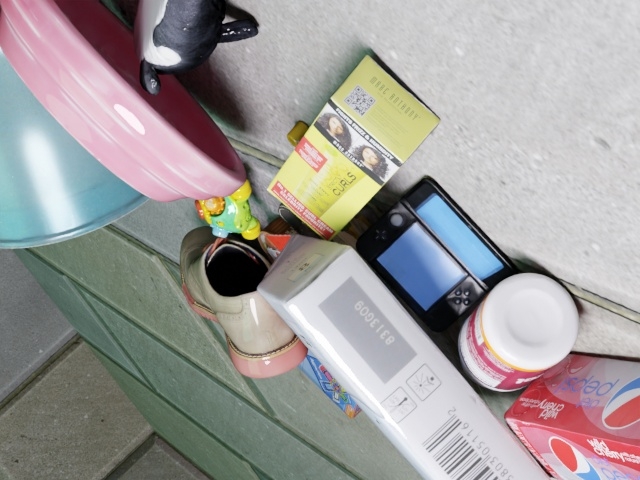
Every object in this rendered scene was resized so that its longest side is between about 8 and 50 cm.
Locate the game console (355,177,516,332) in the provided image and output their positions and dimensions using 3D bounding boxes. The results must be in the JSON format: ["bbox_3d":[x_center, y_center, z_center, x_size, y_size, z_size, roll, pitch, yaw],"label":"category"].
[{"bbox_3d":[0.105,0.016,1.253,0.122,0.107,0.071,47,-169,1],"label":"game console"}]

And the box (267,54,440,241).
[{"bbox_3d":[0.024,-0.076,1.211,0.087,0.058,0.232,42,158,-1],"label":"box"}]

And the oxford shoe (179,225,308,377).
[{"bbox_3d":[-0.108,0.039,1.719,0.348,0.123,0.130,43,152,57],"label":"oxford shoe"}]

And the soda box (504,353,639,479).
[{"bbox_3d":[0.266,0.160,1.145,0.083,0.092,0.263,49,163,-14],"label":"soda box"}]

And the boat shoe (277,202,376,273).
[{"bbox_3d":[0.000,0.000,1.495,0.152,0.049,0.056,34,159,37],"label":"boat shoe"}]

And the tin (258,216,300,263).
[{"bbox_3d":[-0.005,0.030,1.601,0.189,0.040,0.106,25,148,52],"label":"tin"}]

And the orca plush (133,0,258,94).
[{"bbox_3d":[-0.104,-0.222,1.247,0.287,0.102,0.151,129,143,-65],"label":"orca plush"}]

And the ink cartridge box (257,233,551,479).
[{"bbox_3d":[0.051,0.134,1.389,0.308,0.091,0.385,49,171,-11],"label":"ink cartridge box"}]

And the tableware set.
[{"bbox_3d":[0.013,-0.058,1.389,0.104,0.024,0.154,29,157,53],"label":"tableware set"}]

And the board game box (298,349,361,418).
[{"bbox_3d":[0.011,0.157,1.862,0.145,0.027,0.281,44,163,13],"label":"board game box"}]

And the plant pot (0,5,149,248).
[{"bbox_3d":[-0.346,-0.169,1.631,0.271,0.271,0.255,25,137,51],"label":"plant pot"}]

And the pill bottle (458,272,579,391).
[{"bbox_3d":[0.173,0.088,1.219,0.086,0.086,0.152,45,164,7],"label":"pill bottle"}]

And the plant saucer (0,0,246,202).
[{"bbox_3d":[-0.217,-0.156,1.402,0.332,0.084,0.332,46,-172,-8],"label":"plant saucer"}]

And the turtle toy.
[{"bbox_3d":[-0.120,-0.057,1.606,0.095,0.066,0.130,78,168,-47],"label":"turtle toy"}]
